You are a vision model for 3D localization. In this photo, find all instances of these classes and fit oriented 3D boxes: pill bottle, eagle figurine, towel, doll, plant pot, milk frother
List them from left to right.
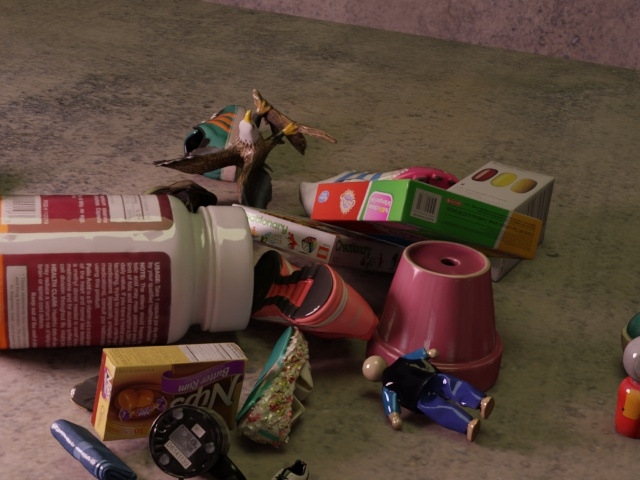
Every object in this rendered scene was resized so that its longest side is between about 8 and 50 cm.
[{"bbox_3d":[-0.278,0.261,1.394,0.119,0.029,0.067,31,-6,39],"label":"towel"},{"bbox_3d":[-0.306,0.043,1.673,0.392,0.224,0.224,0,24,-14],"label":"pill bottle"},{"bbox_3d":[-0.170,0.271,1.360,0.143,0.129,0.135,-26,-9,-4],"label":"milk frother"},{"bbox_3d":[-0.151,-0.149,2.140,0.226,0.225,0.298,5,47,39],"label":"eagle figurine"},{"bbox_3d":[0.138,0.209,1.579,0.189,0.046,0.129,25,67,26],"label":"doll"},{"bbox_3d":[0.175,0.106,1.692,0.201,0.180,0.201,4,23,-2],"label":"plant pot"}]

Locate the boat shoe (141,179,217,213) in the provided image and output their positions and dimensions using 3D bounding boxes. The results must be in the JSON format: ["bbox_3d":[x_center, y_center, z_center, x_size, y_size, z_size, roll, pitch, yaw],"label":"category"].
[{"bbox_3d":[-0.264,-0.061,2.095,0.073,0.080,0.223,10,19,22],"label":"boat shoe"}]

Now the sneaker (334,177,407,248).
[{"bbox_3d":[0.105,-0.038,2.063,0.211,0.080,0.081,30,33,-7],"label":"sneaker"}]

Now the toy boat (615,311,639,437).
[{"bbox_3d":[0.535,0.174,1.658,0.318,0.148,0.267,-16,32,-41],"label":"toy boat"}]

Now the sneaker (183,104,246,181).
[{"bbox_3d":[-0.224,-0.219,2.426,0.121,0.108,0.302,8,25,-4],"label":"sneaker"}]

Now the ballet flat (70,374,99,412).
[{"bbox_3d":[-0.250,0.210,1.547,0.173,0.049,0.058,-1,67,-12],"label":"ballet flat"}]

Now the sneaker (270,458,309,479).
[{"bbox_3d":[-0.053,0.298,1.377,0.040,0.044,0.109,23,31,29],"label":"sneaker"}]

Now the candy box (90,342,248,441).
[{"bbox_3d":[-0.193,0.193,1.475,0.186,0.109,0.053,1,23,-31],"label":"candy box"}]

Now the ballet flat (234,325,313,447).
[{"bbox_3d":[-0.053,0.205,1.566,0.077,0.091,0.241,37,30,-4],"label":"ballet flat"}]

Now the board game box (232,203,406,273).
[{"bbox_3d":[0.000,0.000,1.917,0.193,0.053,0.305,17,4,25],"label":"board game box"}]

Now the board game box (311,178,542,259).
[{"bbox_3d":[0.159,-0.033,1.815,0.242,0.064,0.316,16,-5,-23],"label":"board game box"}]

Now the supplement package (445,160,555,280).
[{"bbox_3d":[0.320,-0.042,2.114,0.139,0.134,0.244,18,26,25],"label":"supplement package"}]

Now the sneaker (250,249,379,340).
[{"bbox_3d":[-0.023,0.103,1.752,0.136,0.116,0.314,34,-10,-26],"label":"sneaker"}]

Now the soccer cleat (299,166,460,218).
[{"bbox_3d":[0.113,-0.097,2.216,0.331,0.116,0.143,-7,27,-26],"label":"soccer cleat"}]
